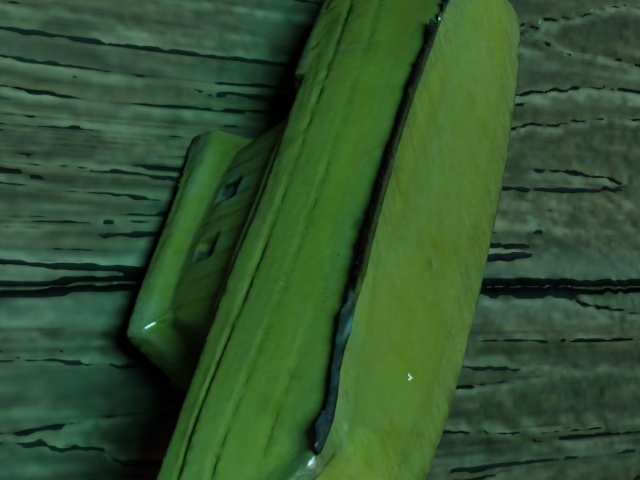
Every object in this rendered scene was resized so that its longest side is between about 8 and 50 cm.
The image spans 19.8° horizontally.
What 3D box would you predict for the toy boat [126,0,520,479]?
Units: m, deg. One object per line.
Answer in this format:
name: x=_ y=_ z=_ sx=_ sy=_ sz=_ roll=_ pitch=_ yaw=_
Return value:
toy boat: x=0.000 y=0.000 z=0.693 sx=0.089 sy=0.121 sz=0.321 roll=45 pitch=43 yaw=-33
